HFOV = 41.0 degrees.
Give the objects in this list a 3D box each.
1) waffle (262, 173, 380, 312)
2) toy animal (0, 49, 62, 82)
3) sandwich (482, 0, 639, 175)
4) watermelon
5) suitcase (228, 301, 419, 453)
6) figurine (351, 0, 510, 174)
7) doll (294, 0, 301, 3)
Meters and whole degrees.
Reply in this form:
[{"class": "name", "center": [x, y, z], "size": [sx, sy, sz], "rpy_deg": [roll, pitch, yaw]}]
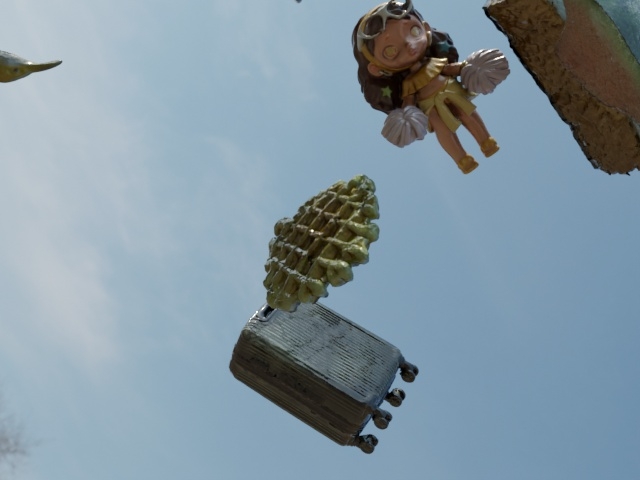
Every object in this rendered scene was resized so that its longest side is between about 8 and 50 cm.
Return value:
[{"class": "waffle", "center": [0.000, 0.000, 1.006], "size": [0.169, 0.184, 0.036], "rpy_deg": [-32, -56, 24]}, {"class": "toy animal", "center": [-0.313, -0.183, 0.751], "size": [0.219, 0.155, 0.095], "rpy_deg": [178, -100, -71]}, {"class": "sandwich", "center": [0.358, -0.254, 1.053], "size": [0.273, 0.249, 0.095], "rpy_deg": [50, -28, -17]}, {"class": "watermelon", "center": [0.274, -0.155, 0.738], "size": [0.155, 0.101, 0.080], "rpy_deg": [63, -28, 31]}, {"class": "suitcase", "center": [0.002, 0.229, 1.539], "size": [0.312, 0.202, 0.128], "rpy_deg": [30, -54, 10]}, {"class": "figurine", "center": [0.134, -0.195, 1.077], "size": [0.240, 0.174, 0.116], "rpy_deg": [52, 2, 3]}, {"class": "doll", "center": [-0.100, -0.425, 1.150], "size": [0.188, 0.384, 0.099], "rpy_deg": [-31, -111, 24]}]
